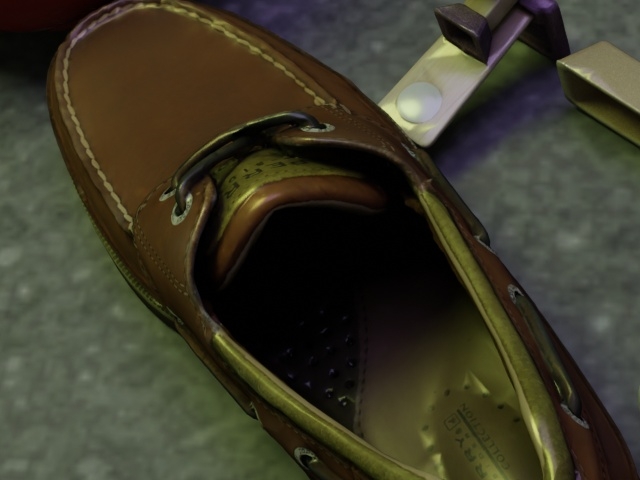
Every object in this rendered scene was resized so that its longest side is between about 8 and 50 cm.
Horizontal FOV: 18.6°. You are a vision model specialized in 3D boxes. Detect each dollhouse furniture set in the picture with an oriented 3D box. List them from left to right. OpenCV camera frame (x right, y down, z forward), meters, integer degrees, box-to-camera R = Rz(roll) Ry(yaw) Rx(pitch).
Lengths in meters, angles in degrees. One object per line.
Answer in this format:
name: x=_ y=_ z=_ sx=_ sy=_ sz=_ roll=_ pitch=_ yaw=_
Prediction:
dollhouse furniture set: x=0.075 y=-0.047 z=0.689 sx=0.114 sy=0.091 sz=0.081 roll=36 pitch=80 yaw=25

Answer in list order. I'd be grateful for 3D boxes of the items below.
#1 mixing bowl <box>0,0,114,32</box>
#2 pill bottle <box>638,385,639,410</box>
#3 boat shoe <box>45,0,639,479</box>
mixing bowl: x=-0.103 y=-0.145 z=0.745 sx=0.181 sy=0.098 sz=0.181 roll=-28 pitch=28 yaw=17
pill bottle: x=0.184 y=0.000 z=0.615 sx=0.108 sy=0.108 sz=0.193 roll=29 pitch=61 yaw=25
boat shoe: x=0.000 y=0.000 z=0.630 sx=0.110 sy=0.104 sz=0.307 roll=-40 pitch=56 yaw=-7
